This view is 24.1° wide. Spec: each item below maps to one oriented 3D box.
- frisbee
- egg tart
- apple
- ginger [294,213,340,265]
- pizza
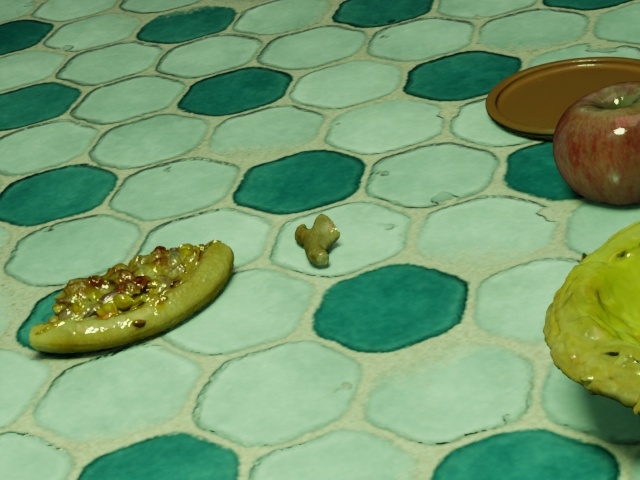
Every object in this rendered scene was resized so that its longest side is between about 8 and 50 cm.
[{"bbox_3d":[0.337,-0.184,1.926,0.251,0.021,0.251,-9,27,5],"label":"frisbee"},{"bbox_3d":[0.362,0.081,1.289,0.345,0.132,0.345,-8,28,5],"label":"egg tart"},{"bbox_3d":[0.336,-0.106,1.672,0.153,0.120,0.153,-14,26,7],"label":"apple"},{"bbox_3d":[0.001,0.000,1.684,0.048,0.030,0.097,-40,27,3],"label":"ginger"},{"bbox_3d":[-0.198,0.059,1.607,0.246,0.058,0.127,-17,27,-17],"label":"pizza"}]
